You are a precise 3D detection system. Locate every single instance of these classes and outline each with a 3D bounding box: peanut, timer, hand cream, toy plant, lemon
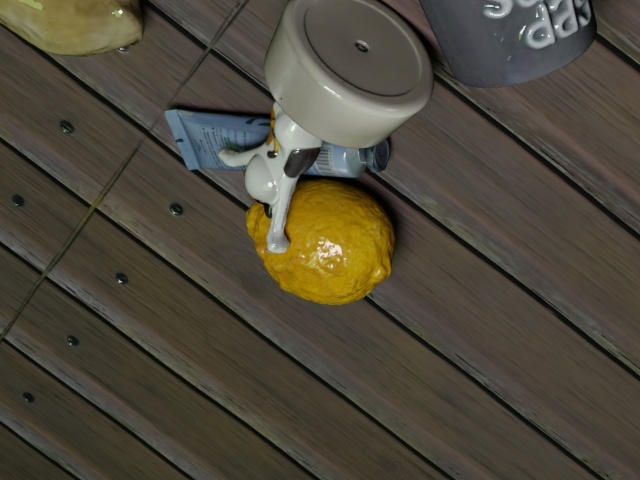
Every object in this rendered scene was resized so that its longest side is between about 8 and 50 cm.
[{"bbox_3d":[-0.344,-0.311,1.891,0.340,0.158,0.174,25,122,4],"label":"peanut"},{"bbox_3d":[-0.018,-0.121,1.856,0.175,0.175,0.266,35,132,-4],"label":"timer"},{"bbox_3d":[-0.051,-0.109,1.984,0.271,0.058,0.091,5,137,29],"label":"hand cream"},{"bbox_3d":[0.140,-0.346,1.588,0.279,0.185,0.400,-14,118,15],"label":"toy plant"},{"bbox_3d":[0.000,0.000,1.985,0.187,0.142,0.142,22,134,17],"label":"lemon"}]
